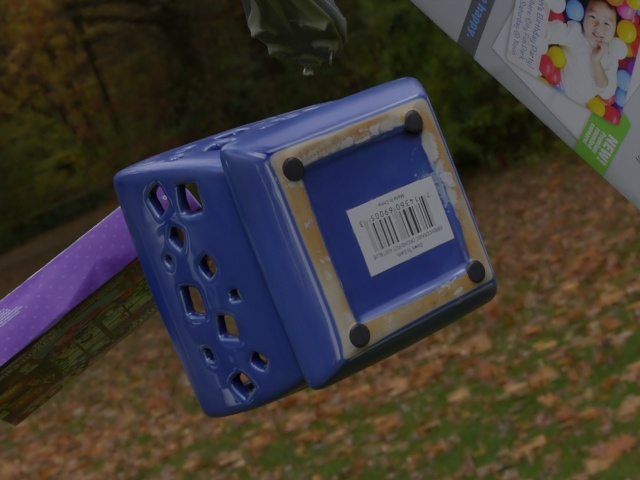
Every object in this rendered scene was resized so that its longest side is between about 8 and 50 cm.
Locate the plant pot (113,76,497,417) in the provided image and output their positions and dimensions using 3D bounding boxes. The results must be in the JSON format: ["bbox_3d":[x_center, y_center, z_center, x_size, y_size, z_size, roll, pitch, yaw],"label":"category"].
[{"bbox_3d":[0.000,0.000,1.060,0.236,0.236,0.212,-23,4,-33],"label":"plant pot"}]

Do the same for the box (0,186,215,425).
[{"bbox_3d":[-0.238,0.066,1.292,0.293,0.057,0.201,-39,-13,-8],"label":"box"}]

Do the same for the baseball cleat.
[{"bbox_3d":[-0.026,-0.195,0.837,0.072,0.110,0.206,3,-16,18],"label":"baseball cleat"}]

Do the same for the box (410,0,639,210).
[{"bbox_3d":[0.124,-0.115,0.561,0.038,0.186,0.145,-30,-25,-32],"label":"box"}]
